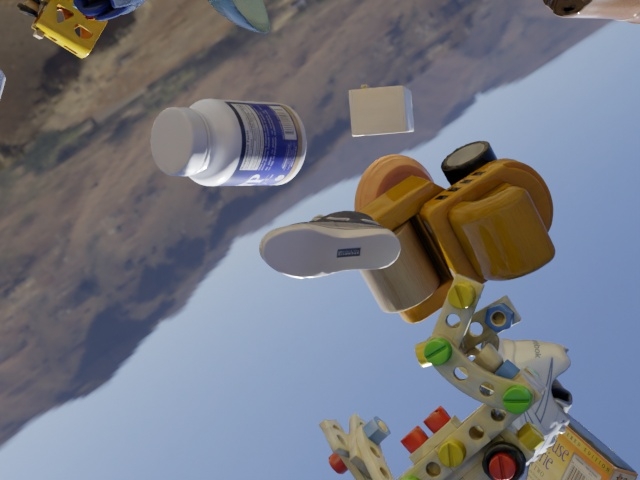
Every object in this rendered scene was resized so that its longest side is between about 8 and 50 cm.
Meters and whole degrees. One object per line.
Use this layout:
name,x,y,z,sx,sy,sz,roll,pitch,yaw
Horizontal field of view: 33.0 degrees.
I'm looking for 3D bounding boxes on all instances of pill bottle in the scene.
pill bottle,-0.119,-0.125,1.384,0.187,0.112,0.112,-4,161,-46

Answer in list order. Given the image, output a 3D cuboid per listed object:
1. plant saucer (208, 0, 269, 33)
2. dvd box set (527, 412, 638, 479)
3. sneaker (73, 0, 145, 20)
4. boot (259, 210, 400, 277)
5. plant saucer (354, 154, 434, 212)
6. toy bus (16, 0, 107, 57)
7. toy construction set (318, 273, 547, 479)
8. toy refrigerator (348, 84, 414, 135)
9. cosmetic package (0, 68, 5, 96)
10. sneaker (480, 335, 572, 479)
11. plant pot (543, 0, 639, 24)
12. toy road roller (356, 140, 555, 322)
plant saucer,-0.129,-0.335,1.343,0.037,0.195,0.195,-27,-172,15
dvd box set,0.377,0.521,1.951,0.420,0.062,0.307,-67,-156,9
sneaker,-0.257,-0.327,1.307,0.131,0.112,0.296,-42,-163,-14
boot,0.000,0.000,1.355,0.190,0.069,0.086,3,-158,-28
plant saucer,0.152,-0.062,2.024,0.200,0.200,0.037,-38,-158,-30
toy bus,-0.519,-0.437,2.103,0.104,0.202,0.191,-62,157,-6
toy construction set,0.131,0.211,1.263,0.327,0.215,0.151,-46,171,30
toy refrigerator,0.120,-0.251,2.079,0.102,0.094,0.269,-4,-174,9
cosmetic package,-0.613,-0.127,1.532,0.162,0.230,0.453,-2,-122,12
sneaker,0.287,0.262,1.519,0.129,0.297,0.111,-1,-144,3
plant pot,0.436,-0.412,1.666,0.165,0.167,0.167,-11,173,-29
toy road roller,0.231,-0.006,1.772,0.330,0.202,0.240,-33,-160,-8
